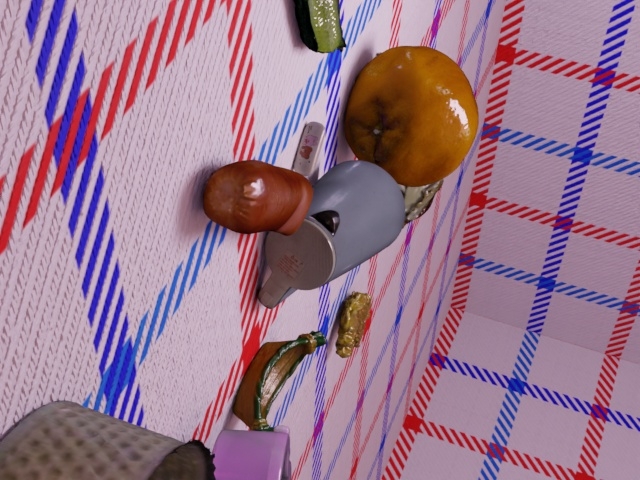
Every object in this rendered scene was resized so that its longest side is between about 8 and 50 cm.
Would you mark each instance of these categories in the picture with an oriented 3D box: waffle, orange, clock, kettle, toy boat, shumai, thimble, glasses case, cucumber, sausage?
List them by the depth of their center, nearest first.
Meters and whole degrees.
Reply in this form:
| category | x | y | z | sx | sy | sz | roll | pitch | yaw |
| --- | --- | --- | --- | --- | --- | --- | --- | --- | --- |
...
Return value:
| category | x | y | z | sx | sy | sz | roll | pitch | yaw |
| --- | --- | --- | --- | --- | --- | --- | --- | --- | --- |
| thimble | -0.223 | 0.294 | 0.936 | 0.271 | 0.150 | 0.271 | 17 | 90 | -76 |
| sausage | -0.073 | -0.055 | 1.259 | 0.300 | 0.083 | 0.089 | 2 | 107 | -78 |
| cucumber | -0.006 | -0.300 | 1.315 | 0.220 | 0.046 | 0.070 | 72 | 39 | -64 |
| clock | -0.105 | 0.417 | 1.388 | 0.338 | 0.102 | 0.339 | 6 | 90 | -88 |
| glasses case | -0.016 | -0.138 | 1.478 | 0.021 | 0.032 | 0.083 | 21 | 86 | -73 |
| kettle | 0.000 | 0.000 | 1.536 | 0.210 | 0.160 | 0.243 | -48 | 175 | 33 |
| toy boat | -0.068 | 0.222 | 1.576 | 0.089 | 0.088 | 0.230 | 90 | 22 | -47 |
| orange | 0.152 | -0.202 | 1.685 | 0.183 | 0.249 | 0.249 | -38 | 145 | -39 |
| shumai | 0.176 | -0.115 | 2.024 | 0.184 | 0.141 | 0.184 | 17 | 90 | -79 |
| waffle | 0.069 | 0.184 | 2.138 | 0.194 | 0.051 | 0.149 | 51 | 57 | -79 |

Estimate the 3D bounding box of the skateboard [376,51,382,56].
| category | x | y | z | sx | sy | sz | roll | pitch | yaw |
| --- | --- | --- | --- | --- | --- | --- | --- | --- | --- |
| skateboard | 0.126 | -0.304 | 1.795 | 0.083 | 0.063 | 0.032 | 101 | -2 | -63 |
